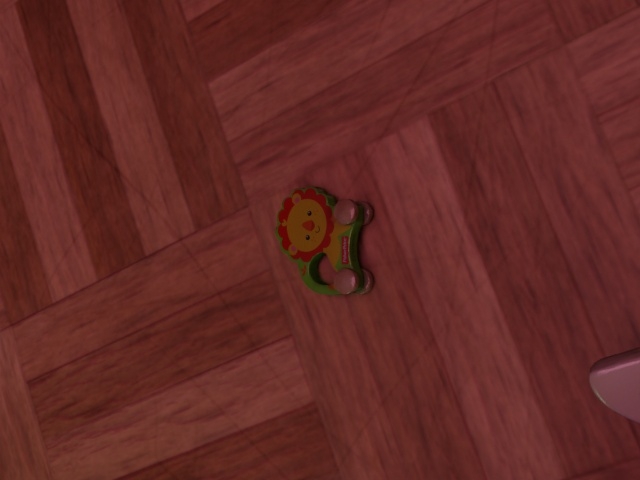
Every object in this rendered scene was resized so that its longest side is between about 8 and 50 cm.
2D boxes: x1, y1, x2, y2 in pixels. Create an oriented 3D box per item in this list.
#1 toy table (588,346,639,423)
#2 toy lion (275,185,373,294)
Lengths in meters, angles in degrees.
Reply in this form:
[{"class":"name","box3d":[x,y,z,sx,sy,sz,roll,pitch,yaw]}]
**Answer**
[{"class":"toy table","box3d":[0.327,0.115,0.678,0.274,0.252,0.160,-22,94,10]},{"class":"toy lion","box3d":[0.000,0.000,0.962,0.096,0.034,0.100,-2,87,35]}]
